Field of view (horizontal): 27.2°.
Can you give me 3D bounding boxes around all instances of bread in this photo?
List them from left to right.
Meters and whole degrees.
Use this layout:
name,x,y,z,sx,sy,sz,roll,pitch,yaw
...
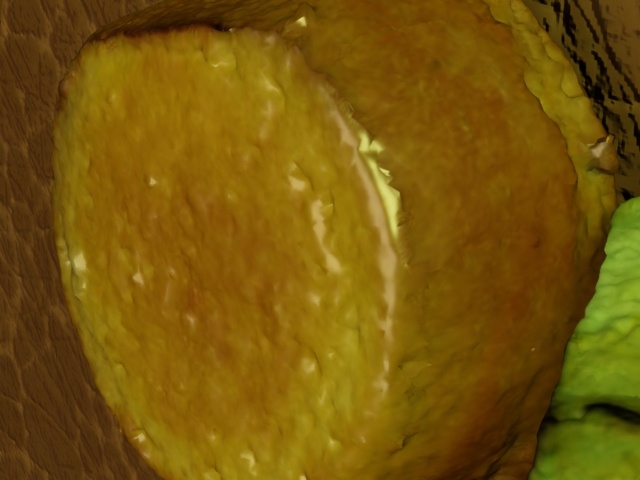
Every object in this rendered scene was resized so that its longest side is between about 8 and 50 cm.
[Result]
name,x,y,z,sx,sy,sz,roll,pitch,yaw
bread,-0.003,0.001,0.643,0.312,0.172,0.312,20,116,47

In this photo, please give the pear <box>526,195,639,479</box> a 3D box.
name,x,y,z,sx,sy,sz,roll,pitch,yaw
pear,0.202,0.127,0.409,0.282,0.286,0.176,-1,129,29
